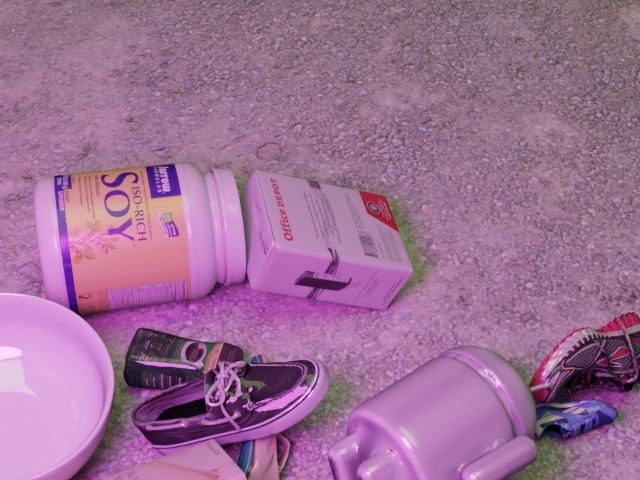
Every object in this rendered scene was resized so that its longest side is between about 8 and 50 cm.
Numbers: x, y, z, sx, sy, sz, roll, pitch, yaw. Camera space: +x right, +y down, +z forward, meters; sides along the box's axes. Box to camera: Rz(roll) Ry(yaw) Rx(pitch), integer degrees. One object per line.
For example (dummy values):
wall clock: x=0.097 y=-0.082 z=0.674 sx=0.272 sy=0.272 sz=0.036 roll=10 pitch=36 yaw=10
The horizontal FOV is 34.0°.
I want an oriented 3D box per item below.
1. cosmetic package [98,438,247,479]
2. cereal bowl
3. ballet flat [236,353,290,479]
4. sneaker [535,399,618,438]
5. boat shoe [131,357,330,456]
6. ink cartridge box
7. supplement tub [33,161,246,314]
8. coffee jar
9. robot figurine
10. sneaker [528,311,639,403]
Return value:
cosmetic package: x=-0.258 y=0.398 z=1.453 sx=0.309 sy=0.113 sz=0.160 roll=-18 pitch=15 yaw=-21
cereal bowl: x=-0.473 y=0.247 z=1.535 sx=0.339 sy=0.141 sz=0.339 roll=5 pitch=48 yaw=-5
ballet flat: x=-0.085 y=0.293 z=1.646 sx=0.086 sy=0.086 sz=0.248 roll=5 pitch=48 yaw=0
sneaker: x=0.410 y=0.294 z=1.695 sx=0.144 sy=0.053 sz=0.059 roll=-3 pitch=45 yaw=4
boat shoe: x=-0.140 y=0.234 z=1.580 sx=0.306 sy=0.105 sz=0.113 roll=-17 pitch=43 yaw=18
ink cartridge box: x=0.000 y=0.000 z=1.835 sx=0.273 sy=0.114 sz=0.197 roll=11 pitch=41 yaw=-28
supplement tub: x=-0.308 y=-0.007 z=1.791 sx=0.331 sy=0.241 sz=0.241 roll=-8 pitch=47 yaw=-11
coffee jar: x=-0.220 y=0.204 z=1.707 sx=0.184 sy=0.079 sz=0.096 roll=10 pitch=43 yaw=6
robot figurine: x=0.181 y=0.288 z=1.578 sx=0.353 sy=0.200 sz=0.300 roll=-27 pitch=30 yaw=-27
sneaker: x=0.461 y=0.204 z=1.715 sx=0.299 sy=0.121 sz=0.112 roll=-15 pitch=54 yaw=-34
